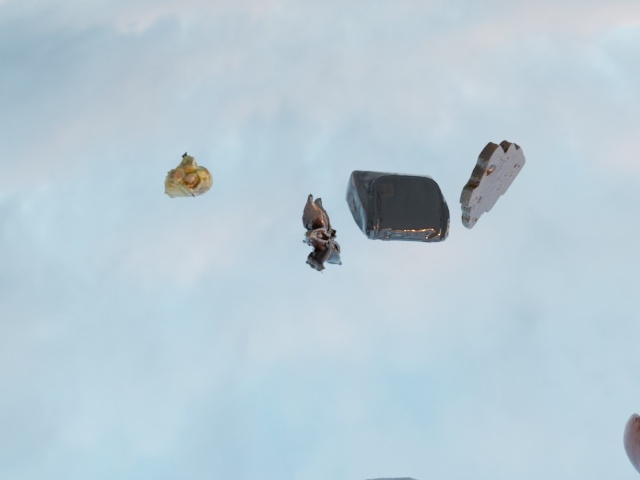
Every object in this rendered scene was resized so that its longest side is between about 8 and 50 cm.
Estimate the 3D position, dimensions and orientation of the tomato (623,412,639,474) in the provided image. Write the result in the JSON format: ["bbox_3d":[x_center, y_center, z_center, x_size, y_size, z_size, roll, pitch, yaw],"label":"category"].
[{"bbox_3d":[0.515,0.339,0.790,0.069,0.155,0.156,-49,-139,12],"label":"tomato"}]

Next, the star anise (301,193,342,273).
[{"bbox_3d":[-0.005,-0.016,1.190,0.063,0.172,0.208,-13,179,15],"label":"star anise"}]

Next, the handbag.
[{"bbox_3d":[0.250,-0.122,1.665,0.301,0.178,0.275,3,-152,-14],"label":"handbag"}]

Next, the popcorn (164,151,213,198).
[{"bbox_3d":[-0.228,-0.112,0.909,0.084,0.084,0.084,-7,-140,6],"label":"popcorn"}]

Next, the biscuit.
[{"bbox_3d":[0.209,-0.076,0.645,0.129,0.120,0.019,-28,-130,-36],"label":"biscuit"}]

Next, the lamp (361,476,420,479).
[{"bbox_3d":[0.073,0.353,0.546,0.161,0.161,0.185,-4,-100,8],"label":"lamp"}]
